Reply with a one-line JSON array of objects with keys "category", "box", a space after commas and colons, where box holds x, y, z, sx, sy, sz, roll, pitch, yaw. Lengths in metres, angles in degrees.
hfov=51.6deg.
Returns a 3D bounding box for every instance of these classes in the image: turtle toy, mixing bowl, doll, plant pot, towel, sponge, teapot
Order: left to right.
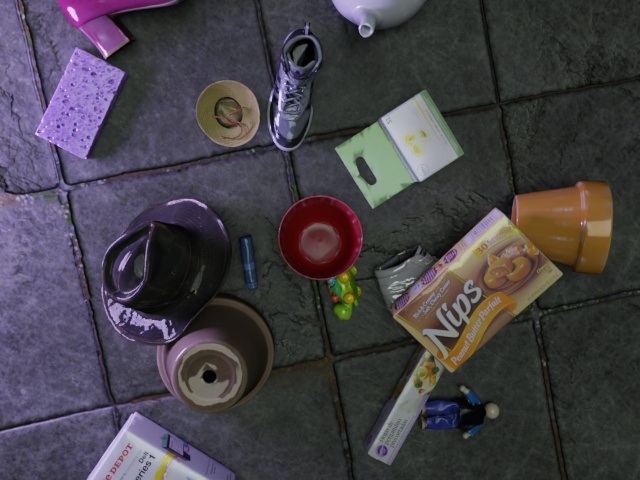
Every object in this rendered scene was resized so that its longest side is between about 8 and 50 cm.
[{"category": "sponge", "box": [-0.514, -0.295, 1.429, 0.117, 0.031, 0.210, 26, 92, -6]}, {"category": "plant pot", "box": [-0.228, 0.257, 1.397, 0.263, 0.229, 0.263, 0, 94, -4]}, {"category": "towel", "box": [-0.160, 0.048, 1.467, 0.029, 0.067, 0.119, -7, 95, -6]}, {"category": "mixing bowl", "box": [0.000, 0.000, 1.453, 0.181, 0.098, 0.181, 0, 82, -1]}, {"category": "turtle toy", "box": [0.051, 0.115, 1.485, 0.066, 0.095, 0.130, -11, 95, 18]}, {"category": "teapot", "box": [0.134, -0.579, 1.385, 0.252, 0.187, 0.256, -28, 95, -3]}, {"category": "doll", "box": [0.327, 0.399, 1.546, 0.189, 0.046, 0.129, 0, 95, -5]}, {"category": "plant pot", "box": [0.524, -0.034, 1.468, 0.188, 0.205, 0.205, 4, 94, 11]}]

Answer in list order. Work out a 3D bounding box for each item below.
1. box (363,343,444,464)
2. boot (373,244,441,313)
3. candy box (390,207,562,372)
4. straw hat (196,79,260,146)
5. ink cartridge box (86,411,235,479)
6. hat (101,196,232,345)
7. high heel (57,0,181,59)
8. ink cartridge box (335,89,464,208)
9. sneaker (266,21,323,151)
[{"category": "box", "box": [0.207, 0.354, 1.523, 0.063, 0.067, 0.324, 29, 92, -6]}, {"category": "boot", "box": [0.251, 0.064, 1.488, 0.258, 0.095, 0.123, -24, 103, -2]}, {"category": "candy box", "box": [0.325, 0.106, 1.407, 0.183, 0.087, 0.316, 44, 102, -8]}, {"category": "straw hat", "box": [-0.201, -0.280, 1.442, 0.144, 0.061, 0.144, -3, 112, -7]}, {"category": "ink cartridge box", "box": [-0.359, 0.546, 1.462, 0.278, 0.117, 0.201, 34, 91, -6]}, {"category": "hat", "box": [-0.354, 0.042, 1.354, 0.331, 0.134, 0.331, -9, 68, 22]}, {"category": "high heel", "box": [-0.363, -0.555, 1.368, 0.377, 0.127, 0.181, -36, 107, 2]}, {"category": "ink cartridge box", "box": [0.177, -0.202, 1.485, 0.235, 0.056, 0.171, -33, 97, -4]}, {"category": "sneaker", "box": [-0.056, -0.327, 1.404, 0.101, 0.153, 0.268, 9, 94, -5]}]
